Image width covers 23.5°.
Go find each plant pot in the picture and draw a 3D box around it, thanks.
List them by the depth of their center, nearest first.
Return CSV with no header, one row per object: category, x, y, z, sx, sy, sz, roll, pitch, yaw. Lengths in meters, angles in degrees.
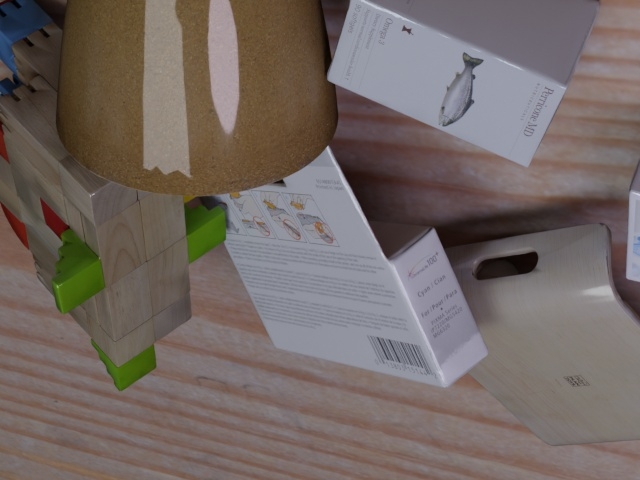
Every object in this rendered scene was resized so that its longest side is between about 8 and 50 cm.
plant pot,-0.102,-0.204,1.217,0.237,0.237,0.254,15,131,17

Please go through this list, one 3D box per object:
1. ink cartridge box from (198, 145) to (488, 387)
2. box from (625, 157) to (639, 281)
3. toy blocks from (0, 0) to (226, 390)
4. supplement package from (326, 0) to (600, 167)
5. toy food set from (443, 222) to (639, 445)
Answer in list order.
ink cartridge box,0.000,0.000,1.448,0.296,0.066,0.261,7,128,56
box,0.358,-0.018,1.233,0.203,0.103,0.114,13,143,20
toy blocks,-0.248,-0.060,1.504,0.261,0.191,0.381,44,154,26
supplement package,0.112,-0.157,1.215,0.179,0.105,0.105,24,143,4
toy food set,0.257,0.096,1.478,0.220,0.092,0.306,-11,139,41
